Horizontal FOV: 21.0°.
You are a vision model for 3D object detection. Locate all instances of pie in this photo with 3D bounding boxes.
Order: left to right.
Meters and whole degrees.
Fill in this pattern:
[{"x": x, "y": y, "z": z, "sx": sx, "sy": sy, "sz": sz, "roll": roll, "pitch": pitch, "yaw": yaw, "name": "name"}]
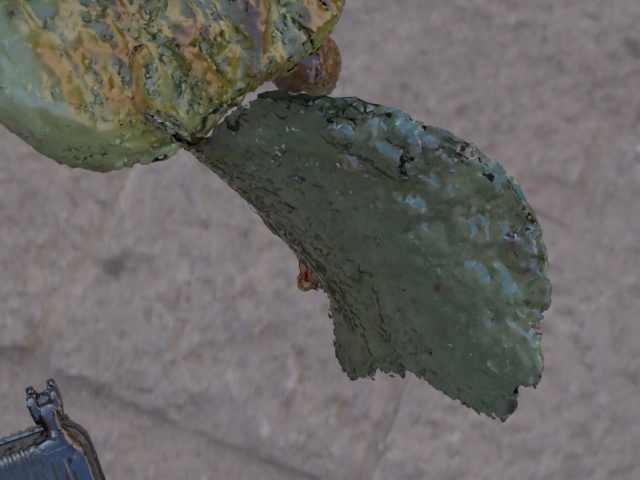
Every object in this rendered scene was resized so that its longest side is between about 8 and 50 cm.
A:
[{"x": -0.186, "y": -0.269, "z": 1.665, "sx": 0.418, "sy": 0.180, "sz": 0.395, "roll": -19, "pitch": 76, "yaw": -41, "name": "pie"}]

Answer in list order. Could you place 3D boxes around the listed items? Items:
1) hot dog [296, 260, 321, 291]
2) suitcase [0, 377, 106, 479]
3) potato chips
[{"x": 0.017, "y": -0.012, "z": 1.671, "sx": 0.038, "sy": 0.062, "sz": 0.144, "roll": 11, "pitch": 60, "yaw": 37, "name": "hot dog"}, {"x": -0.250, "y": 0.291, "z": 1.457, "sx": 0.202, "sy": 0.128, "sz": 0.312, "roll": -20, "pitch": 95, "yaw": -9, "name": "suitcase"}, {"x": 0.004, "y": -0.006, "z": 0.822, "sx": 0.228, "sy": 0.167, "sz": 0.059, "roll": 9, "pitch": 41, "yaw": 45, "name": "potato chips"}]
